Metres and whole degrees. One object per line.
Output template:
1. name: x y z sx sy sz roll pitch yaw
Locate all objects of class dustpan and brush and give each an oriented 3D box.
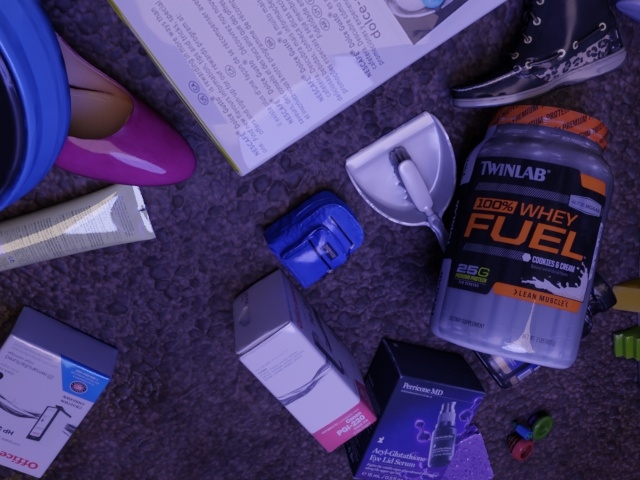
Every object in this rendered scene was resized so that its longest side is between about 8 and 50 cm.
1. dustpan and brush: 0.147 -0.056 0.885 0.147 0.060 0.211 -31 116 3

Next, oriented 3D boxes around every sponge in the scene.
1. sponge: 0.202 0.421 1.121 0.210 0.031 0.117 -23 116 -1

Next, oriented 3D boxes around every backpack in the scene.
1. backpack: 0.000 0.000 0.861 0.120 0.101 0.098 -38 122 2

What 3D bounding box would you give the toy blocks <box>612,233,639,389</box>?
1. toy blocks: 0.626 0.186 0.975 0.191 0.261 0.381 -15 116 -4

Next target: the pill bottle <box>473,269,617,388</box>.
1. pill bottle: 0.339 0.124 0.968 0.219 0.123 0.122 -36 115 5

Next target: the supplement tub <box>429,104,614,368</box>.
1. supplement tub: 0.269 -0.005 0.824 0.194 0.193 0.315 13 87 -16

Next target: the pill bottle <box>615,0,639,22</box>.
1. pill bottle: 0.486 -0.394 0.755 0.153 0.153 0.264 17 109 -18

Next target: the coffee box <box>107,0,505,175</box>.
1. coffee box: -0.050 -0.325 0.576 0.334 0.337 0.338 -34 116 5

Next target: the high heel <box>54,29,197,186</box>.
1. high heel: -0.295 -0.184 0.669 0.377 0.127 0.181 23 149 -18

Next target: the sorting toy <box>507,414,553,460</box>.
1. sorting toy: 0.372 0.347 1.123 0.102 0.042 0.061 -51 129 -1

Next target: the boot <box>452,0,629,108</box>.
1. boot: 0.270 -0.280 0.806 0.237 0.085 0.178 -17 109 1

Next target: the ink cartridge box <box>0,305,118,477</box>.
1. ink cartridge box: -0.409 0.219 0.882 0.148 0.086 0.203 31 103 -22

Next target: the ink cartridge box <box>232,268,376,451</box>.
1. ink cartridge box: -0.026 0.169 0.895 0.092 0.158 0.218 -36 115 7

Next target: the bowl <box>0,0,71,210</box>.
1. bowl: -0.449 -0.163 0.591 0.392 0.077 0.391 1 130 1

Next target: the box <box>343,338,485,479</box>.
1. box: 0.144 0.283 1.007 0.153 0.108 0.207 14 110 -16

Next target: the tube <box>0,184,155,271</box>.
1. tube: -0.347 -0.010 0.815 0.240 0.062 0.070 -17 159 -9
